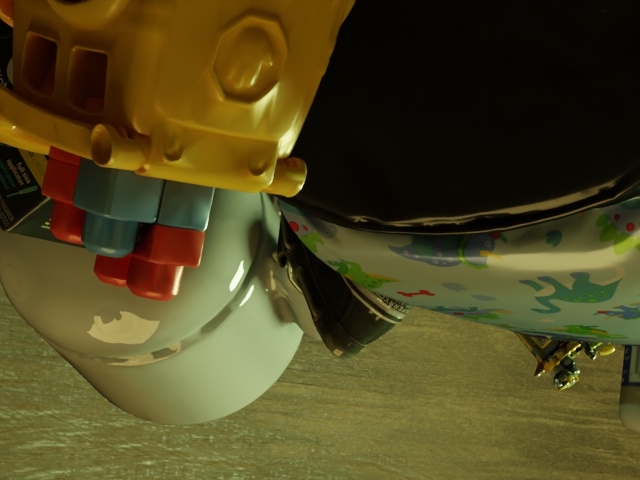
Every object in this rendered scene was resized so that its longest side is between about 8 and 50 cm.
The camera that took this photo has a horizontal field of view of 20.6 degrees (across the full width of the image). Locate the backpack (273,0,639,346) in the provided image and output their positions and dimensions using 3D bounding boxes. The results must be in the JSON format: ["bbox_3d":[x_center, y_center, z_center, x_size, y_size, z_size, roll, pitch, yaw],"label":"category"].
[{"bbox_3d":[0.137,-0.055,1.029,0.290,0.273,0.355,-3,-175,22],"label":"backpack"}]

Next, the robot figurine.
[{"bbox_3d":[-0.126,0.017,1.335,0.300,0.200,0.353,6,160,13],"label":"robot figurine"}]

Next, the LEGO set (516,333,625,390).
[{"bbox_3d":[0.310,0.058,1.555,0.255,0.192,0.331,-35,166,-15],"label":"LEGO set"}]

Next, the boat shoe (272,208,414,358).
[{"bbox_3d":[0.000,0.000,1.179,0.078,0.070,0.219,37,-165,-27],"label":"boat shoe"}]

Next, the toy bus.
[{"bbox_3d":[-0.096,-0.086,0.851,0.149,0.211,0.220,6,-169,-40],"label":"toy bus"}]

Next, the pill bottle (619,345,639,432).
[{"bbox_3d":[0.303,0.014,1.271,0.153,0.265,0.153,7,175,1],"label":"pill bottle"}]

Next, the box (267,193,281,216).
[{"bbox_3d":[0.092,-0.046,1.777,0.290,0.087,0.169,6,174,-7],"label":"box"}]

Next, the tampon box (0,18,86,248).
[{"bbox_3d":[-0.123,-0.091,1.028,0.161,0.120,0.101,-41,155,19],"label":"tampon box"}]
